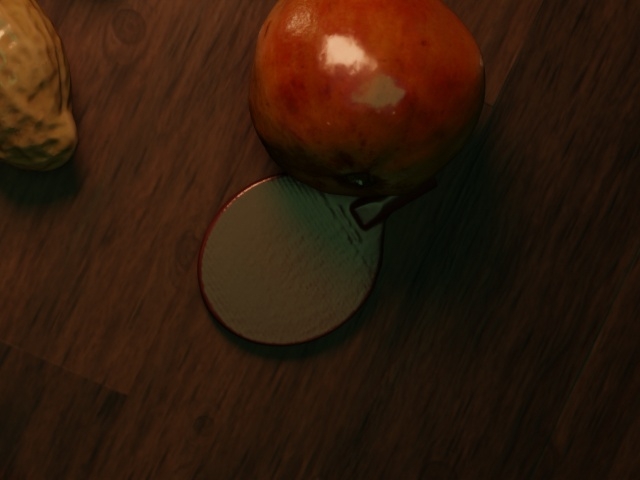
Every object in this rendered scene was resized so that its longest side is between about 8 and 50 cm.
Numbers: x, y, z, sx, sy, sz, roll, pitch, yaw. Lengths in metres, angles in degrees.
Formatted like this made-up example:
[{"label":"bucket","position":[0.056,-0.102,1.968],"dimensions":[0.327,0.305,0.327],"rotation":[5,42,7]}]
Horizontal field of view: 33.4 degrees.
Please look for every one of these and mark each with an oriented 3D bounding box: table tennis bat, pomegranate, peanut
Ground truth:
[{"label":"table tennis bat","position":[0.000,0.000,1.256],"dimensions":[0.310,0.038,0.200],"rotation":[-32,99,-5]},{"label":"pomegranate","position":[0.053,-0.182,1.163],"dimensions":[0.252,0.229,0.270],"rotation":[12,69,-1]},{"label":"peanut","position":[-0.364,-0.218,1.132],"dimensions":[0.153,0.140,0.325],"rotation":[-23,102,11]}]
